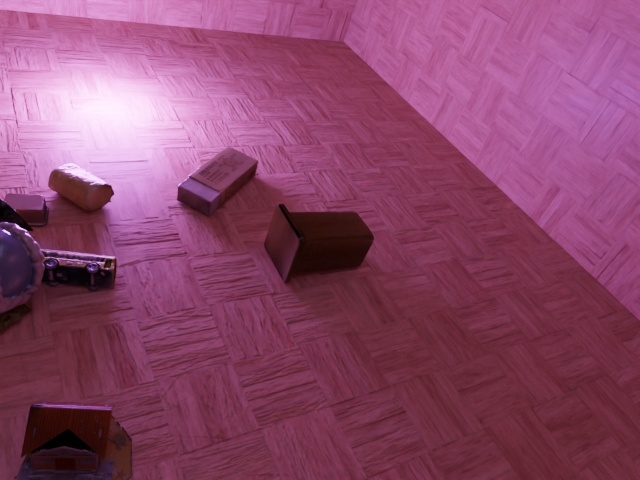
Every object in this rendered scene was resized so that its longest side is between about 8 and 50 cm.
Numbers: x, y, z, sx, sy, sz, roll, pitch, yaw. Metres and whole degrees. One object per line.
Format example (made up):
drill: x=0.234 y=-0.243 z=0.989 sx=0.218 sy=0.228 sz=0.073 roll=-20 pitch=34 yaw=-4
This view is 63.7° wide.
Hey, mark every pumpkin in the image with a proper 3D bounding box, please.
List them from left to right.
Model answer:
pumpkin: x=-0.942 y=-0.051 z=1.366 sx=0.278 sy=0.111 sz=0.163 roll=18 pitch=50 yaw=16

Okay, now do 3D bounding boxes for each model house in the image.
model house: x=-0.490 y=0.400 z=1.053 sx=0.219 sy=0.136 sz=0.207 roll=8 pitch=39 yaw=-15

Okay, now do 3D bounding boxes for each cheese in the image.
cheese: x=-0.761 y=-0.172 z=1.639 sx=0.167 sy=0.094 sz=0.123 roll=29 pitch=41 yaw=11

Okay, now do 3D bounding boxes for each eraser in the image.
eraser: x=-0.369 y=-0.223 z=1.882 sx=0.144 sy=0.078 sz=0.343 roll=27 pitch=40 yaw=8

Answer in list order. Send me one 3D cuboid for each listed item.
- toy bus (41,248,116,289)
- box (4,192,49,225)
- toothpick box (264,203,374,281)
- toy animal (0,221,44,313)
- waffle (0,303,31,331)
toy bus: x=-0.674 y=0.081 z=1.399 sx=0.226 sy=0.081 sz=0.074 roll=6 pitch=36 yaw=-13
box: x=-0.874 y=-0.092 z=1.522 sx=0.122 sy=0.062 sz=0.089 roll=1 pitch=43 yaw=-21
toothpick box: x=0.000 y=0.000 z=1.706 sx=0.308 sy=0.190 sz=0.187 roll=-4 pitch=43 yaw=-33
toy animal: x=-0.795 y=0.054 z=1.237 sx=0.208 sy=0.156 sz=0.204 roll=35 pitch=30 yaw=14
waffle: x=-0.855 y=0.155 z=1.247 sx=0.223 sy=0.054 sz=0.204 roll=35 pitch=41 yaw=16
